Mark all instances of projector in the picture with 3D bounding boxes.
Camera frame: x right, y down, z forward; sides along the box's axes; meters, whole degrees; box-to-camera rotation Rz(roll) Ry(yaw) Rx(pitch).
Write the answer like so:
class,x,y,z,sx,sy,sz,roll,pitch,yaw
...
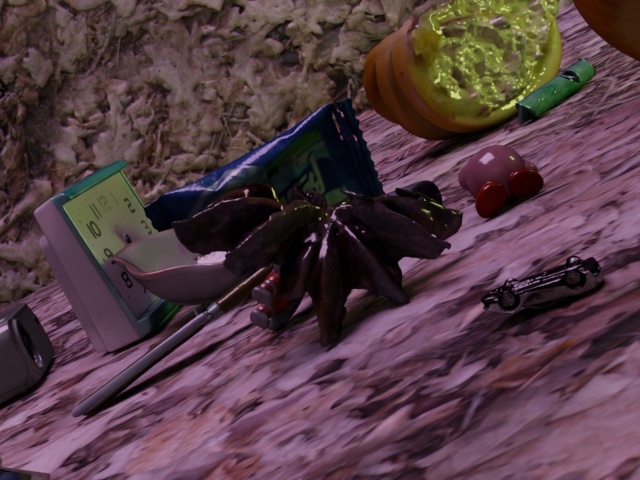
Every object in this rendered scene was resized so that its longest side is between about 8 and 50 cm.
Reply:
class,x,y,z,sx,sy,sz,roll,pitch,yaw
projector,-0.505,0.191,1.965,0.198,0.108,0.250,-28,6,-3

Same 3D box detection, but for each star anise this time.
class,x,y,z,sx,sy,sz,roll,pitch,yaw
star anise,-0.002,0.001,1.288,0.282,0.129,0.212,3,22,-15

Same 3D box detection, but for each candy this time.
class,x,y,z,sx,sy,sz,roll,pitch,yaw
candy,-0.073,-0.060,1.921,0.331,0.187,0.077,-29,35,-4

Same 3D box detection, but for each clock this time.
class,x,y,z,sx,sy,sz,roll,pitch,yaw
clock,-0.302,0.024,1.913,0.116,0.231,0.262,-30,7,14

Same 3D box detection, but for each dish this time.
class,x,y,z,sx,sy,sz,roll,pitch,yaw
dish,-0.158,0.038,1.782,0.229,0.081,0.229,-8,16,2

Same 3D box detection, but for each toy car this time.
class,x,y,z,sx,sy,sz,roll,pitch,yaw
toy car,0.165,0.037,1.001,0.093,0.025,0.041,-21,8,21

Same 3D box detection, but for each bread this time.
class,x,y,z,sx,sy,sz,roll,pitch,yaw
bread,0.229,-0.270,2.157,0.315,0.211,0.270,-23,-3,-28

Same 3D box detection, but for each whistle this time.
class,x,y,z,sx,sy,sz,roll,pitch,yaw
whistle,0.349,-0.223,2.005,0.186,0.039,0.039,-34,10,-39

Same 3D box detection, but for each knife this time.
class,x,y,z,sx,sy,sz,roll,pitch,yaw
knife,-0.140,0.090,1.504,0.343,0.027,0.061,-38,-3,-4

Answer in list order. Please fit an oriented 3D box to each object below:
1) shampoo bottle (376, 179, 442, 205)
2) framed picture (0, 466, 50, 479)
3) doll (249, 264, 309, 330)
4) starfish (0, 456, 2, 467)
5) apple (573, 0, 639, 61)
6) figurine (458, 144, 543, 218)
class,x,y,z,sx,sy,sz,roll,pitch,yaw
shampoo bottle,0.046,-0.018,1.660,0.233,0.049,0.087,-20,9,45
framed picture,-0.298,0.222,1.192,0.109,0.011,0.149,10,3,-10
doll,-0.005,0.018,1.458,0.075,0.102,0.227,27,39,22
starfish,-0.447,0.294,1.229,0.358,0.078,0.347,-27,12,-19
apple,0.435,-0.341,1.573,0.286,0.286,0.233,-22,39,34
figurine,0.193,-0.070,1.446,0.083,0.067,0.071,-13,27,-8
